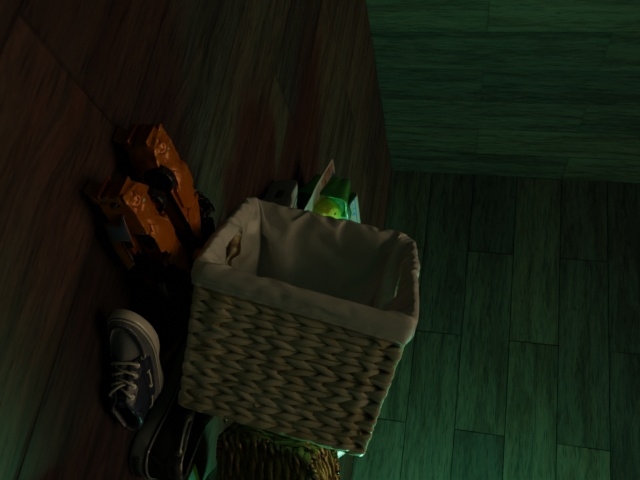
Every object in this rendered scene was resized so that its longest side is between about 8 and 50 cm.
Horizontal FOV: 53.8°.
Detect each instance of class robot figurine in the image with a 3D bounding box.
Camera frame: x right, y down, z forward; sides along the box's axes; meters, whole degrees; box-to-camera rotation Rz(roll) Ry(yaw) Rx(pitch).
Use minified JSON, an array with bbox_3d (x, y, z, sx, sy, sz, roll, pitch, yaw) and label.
[{"bbox_3d":[-0.234,-0.021,0.939,0.291,0.085,0.211,77,22,-50],"label":"robot figurine"}]

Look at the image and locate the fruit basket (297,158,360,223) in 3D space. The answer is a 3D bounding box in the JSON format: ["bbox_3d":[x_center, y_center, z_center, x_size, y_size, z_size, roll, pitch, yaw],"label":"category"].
[{"bbox_3d":[0.000,0.000,1.798,0.327,0.165,0.353,80,23,-48],"label":"fruit basket"}]

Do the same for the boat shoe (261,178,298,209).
[{"bbox_3d":[-0.105,-0.058,1.484,0.267,0.096,0.088,-78,163,-63],"label":"boat shoe"}]

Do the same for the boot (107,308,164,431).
[{"bbox_3d":[-0.268,0.187,0.891,0.086,0.069,0.190,-76,166,-46],"label":"boot"}]

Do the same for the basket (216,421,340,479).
[{"bbox_3d":[-0.059,0.456,1.161,0.223,0.213,0.299,-27,122,-73],"label":"basket"}]

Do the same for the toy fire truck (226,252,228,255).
[{"bbox_3d":[-0.169,0.045,1.315,0.135,0.047,0.192,-44,133,-61],"label":"toy fire truck"}]

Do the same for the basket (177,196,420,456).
[{"bbox_3d":[-0.026,0.124,1.040,0.328,0.331,0.266,-70,174,-68],"label":"basket"}]

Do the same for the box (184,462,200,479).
[{"bbox_3d":[-0.257,0.483,1.141,0.136,0.028,0.081,-63,155,-53],"label":"box"}]

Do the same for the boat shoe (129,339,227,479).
[{"bbox_3d":[-0.212,0.272,1.086,0.306,0.105,0.113,-65,156,-56],"label":"boat shoe"}]

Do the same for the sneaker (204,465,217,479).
[{"bbox_3d":[-0.218,0.573,1.263,0.126,0.091,0.240,108,0,-45],"label":"sneaker"}]

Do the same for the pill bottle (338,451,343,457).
[{"bbox_3d":[0.018,0.526,1.900,0.408,0.229,0.229,16,79,-77],"label":"pill bottle"}]
